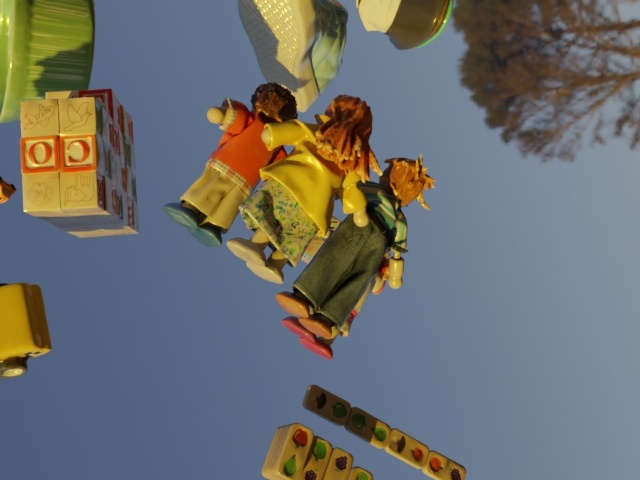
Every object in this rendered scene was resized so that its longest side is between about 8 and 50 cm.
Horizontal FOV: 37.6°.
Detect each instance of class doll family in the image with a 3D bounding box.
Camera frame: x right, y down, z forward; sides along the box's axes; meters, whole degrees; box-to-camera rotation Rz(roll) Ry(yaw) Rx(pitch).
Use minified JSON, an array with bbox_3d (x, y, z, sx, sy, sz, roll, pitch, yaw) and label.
[{"bbox_3d":[0.016,-0.018,0.749,0.163,0.118,0.263,-56,-48,-18],"label":"doll family"}]

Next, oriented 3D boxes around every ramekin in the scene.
[{"bbox_3d":[-0.522,-0.366,1.769,0.148,0.303,0.304,3,-104,-25],"label":"ramekin"}]

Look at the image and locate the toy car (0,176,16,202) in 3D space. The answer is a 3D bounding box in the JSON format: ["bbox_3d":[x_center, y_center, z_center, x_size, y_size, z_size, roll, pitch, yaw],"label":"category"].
[{"bbox_3d":[-0.545,-0.095,1.702,0.060,0.122,0.041,70,-169,-59],"label":"toy car"}]

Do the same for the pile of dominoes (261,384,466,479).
[{"bbox_3d":[0.051,0.288,1.028,0.251,0.040,0.196,31,-119,-20],"label":"pile of dominoes"}]

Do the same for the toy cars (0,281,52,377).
[{"bbox_3d":[-0.484,0.068,1.032,0.176,0.393,0.087,-65,-18,-14],"label":"toy cars"}]

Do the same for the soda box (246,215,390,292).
[{"bbox_3d":[0.000,0.000,1.147,0.183,0.063,0.058,31,-102,-38],"label":"soda box"}]

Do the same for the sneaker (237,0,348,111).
[{"bbox_3d":[-0.028,-0.345,1.455,0.150,0.135,0.366,-51,-11,-13],"label":"sneaker"}]

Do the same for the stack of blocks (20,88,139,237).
[{"bbox_3d":[-0.302,-0.105,1.203,0.297,0.087,0.171,116,150,-84],"label":"stack of blocks"}]

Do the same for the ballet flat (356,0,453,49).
[{"bbox_3d":[0.095,-0.305,1.244,0.280,0.096,0.095,-121,50,-77],"label":"ballet flat"}]
